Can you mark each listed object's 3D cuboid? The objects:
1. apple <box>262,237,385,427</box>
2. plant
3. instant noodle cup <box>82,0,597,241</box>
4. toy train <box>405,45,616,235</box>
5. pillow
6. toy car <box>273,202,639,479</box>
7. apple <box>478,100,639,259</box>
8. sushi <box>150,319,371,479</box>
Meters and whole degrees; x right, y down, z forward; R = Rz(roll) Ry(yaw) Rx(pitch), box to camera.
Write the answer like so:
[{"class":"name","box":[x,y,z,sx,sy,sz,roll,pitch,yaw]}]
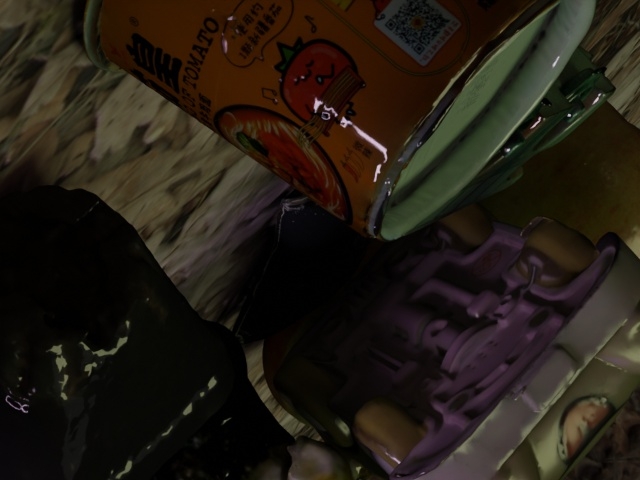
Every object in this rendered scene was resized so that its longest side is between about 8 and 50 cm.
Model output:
[{"class":"apple","box":[0.053,0.089,1.752,0.207,0.174,0.188,18,98,-33]},{"class":"plant","box":[-0.141,0.073,1.077,0.164,0.142,0.256,-44,165,-21]},{"class":"instant noodle cup","box":[0.018,-0.114,0.936,0.216,0.172,0.216,-46,168,-13]},{"class":"toy train","box":[0.097,-0.100,1.400,0.159,0.129,0.326,-46,171,25]},{"class":"pillow","box":[0.000,0.000,1.564,0.141,0.055,0.208,-30,160,-32]},{"class":"toy car","box":[0.137,0.120,1.508,0.242,0.226,0.336,-48,-156,-10]},{"class":"apple","box":[0.222,-0.031,1.792,0.194,0.261,0.261,-44,169,2]},{"class":"sushi","box":[-0.122,0.270,1.446,0.328,0.285,0.328,-37,165,-36]}]
